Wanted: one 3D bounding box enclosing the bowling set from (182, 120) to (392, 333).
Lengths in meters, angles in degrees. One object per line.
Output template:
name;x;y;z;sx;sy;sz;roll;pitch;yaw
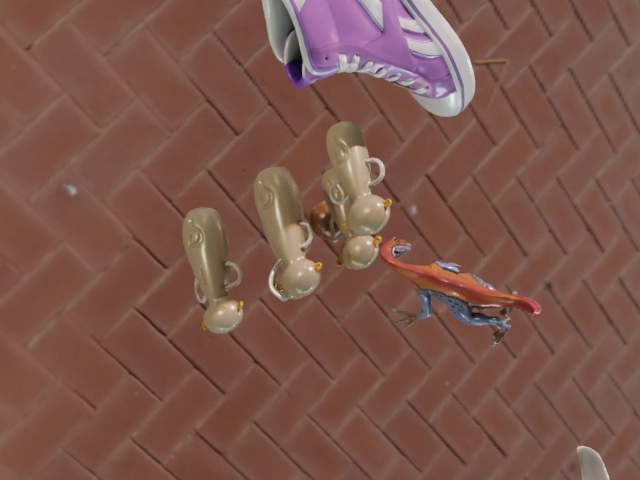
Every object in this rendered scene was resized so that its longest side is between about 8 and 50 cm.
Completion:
bowling set;0.000;0.000;0.993;0.200;0.287;0.154;11;57;-52

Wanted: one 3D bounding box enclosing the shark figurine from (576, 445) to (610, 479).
shark figurine;0.237;0.321;0.817;0.278;0.116;0.166;-27;110;-6

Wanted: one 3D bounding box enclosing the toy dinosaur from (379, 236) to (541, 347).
toy dinosaur;0.075;0.021;0.484;0.082;0.090;0.047;33;59;-4

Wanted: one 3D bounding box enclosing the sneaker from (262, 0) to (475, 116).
sneaker;0.041;-0.190;0.852;0.161;0.102;0.282;-52;128;-9
